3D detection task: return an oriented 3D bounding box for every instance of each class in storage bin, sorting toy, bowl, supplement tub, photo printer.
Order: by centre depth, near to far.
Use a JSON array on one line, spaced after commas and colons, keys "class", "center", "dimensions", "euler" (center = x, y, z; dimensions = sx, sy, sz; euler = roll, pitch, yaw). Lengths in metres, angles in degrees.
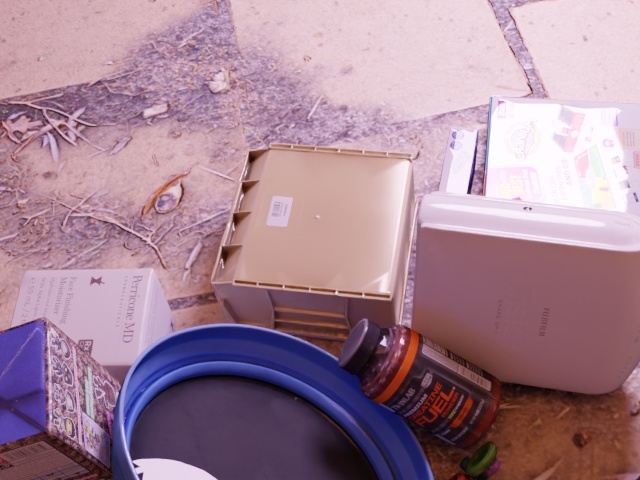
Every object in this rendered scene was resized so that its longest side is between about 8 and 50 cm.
[{"class": "bowl", "center": [-0.055, 0.257, 1.023], "dimensions": [0.391, 0.077, 0.391], "euler": [21, 30, -13]}, {"class": "sorting toy", "center": [0.194, 0.297, 1.099], "dimensions": [0.042, 0.061, 0.102], "euler": [41, 104, -1]}, {"class": "supplement tub", "center": [0.122, 0.176, 1.118], "dimensions": [0.197, 0.106, 0.106], "euler": [29, 58, -9]}, {"class": "photo printer", "center": [0.273, 0.072, 1.135], "dimensions": [0.307, 0.256, 0.107], "euler": [8, 35, 10]}, {"class": "storage bin", "center": [0.000, 0.000, 1.291], "dimensions": [0.260, 0.123, 0.262], "euler": [5, 56, 10]}]

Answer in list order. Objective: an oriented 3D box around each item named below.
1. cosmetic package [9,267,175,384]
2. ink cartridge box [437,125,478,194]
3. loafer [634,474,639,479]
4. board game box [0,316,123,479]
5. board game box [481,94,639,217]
[{"class": "cosmetic package", "center": [-0.307, 0.140, 1.205], "dimensions": [0.183, 0.151, 0.151], "euler": [-2, 56, 4]}, {"class": "ink cartridge box", "center": [0.200, -0.061, 1.327], "dimensions": [0.046, 0.097, 0.207], "euler": [8, 56, 12]}, {"class": "loafer", "center": [0.363, 0.373, 1.009], "dimensions": [0.096, 0.084, 0.267], "euler": [23, 60, 23]}, {"class": "board game box", "center": [-0.345, 0.244, 1.028], "dimensions": [0.232, 0.291, 0.141], "euler": [-18, 54, 6]}, {"class": "board game box", "center": [0.411, -0.109, 1.359], "dimensions": [0.316, 0.064, 0.242], "euler": [5, 56, 10]}]
